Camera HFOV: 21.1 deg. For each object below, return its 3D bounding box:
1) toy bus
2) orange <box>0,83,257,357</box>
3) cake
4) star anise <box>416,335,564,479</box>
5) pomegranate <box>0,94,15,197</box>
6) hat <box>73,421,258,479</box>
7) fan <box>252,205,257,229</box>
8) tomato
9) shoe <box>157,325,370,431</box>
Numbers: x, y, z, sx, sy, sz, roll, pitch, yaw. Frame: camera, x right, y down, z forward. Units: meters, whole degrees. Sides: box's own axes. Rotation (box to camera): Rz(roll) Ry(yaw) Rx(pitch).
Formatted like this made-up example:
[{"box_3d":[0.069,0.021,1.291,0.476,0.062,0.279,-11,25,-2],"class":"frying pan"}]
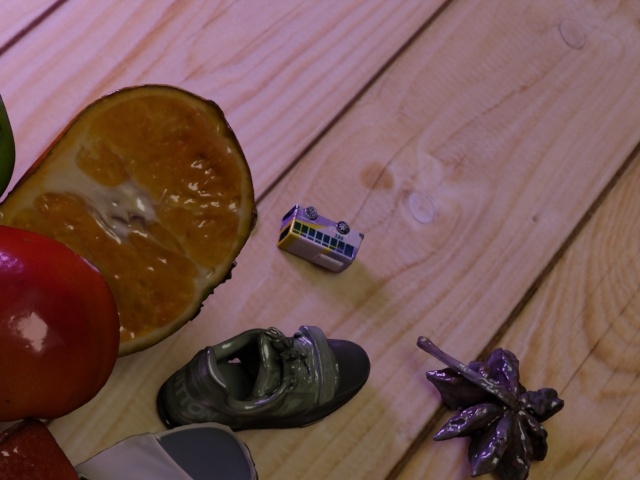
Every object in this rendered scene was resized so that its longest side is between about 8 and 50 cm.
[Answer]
[{"box_3d":[0.000,0.000,2.221,0.102,0.052,0.058,25,59,-16],"class":"toy bus"},{"box_3d":[-0.230,-0.018,1.967,0.274,0.274,0.310,33,67,-12],"class":"orange"},{"box_3d":[-0.281,0.307,1.847,0.262,0.158,0.159,27,57,-19],"class":"cake"},{"box_3d":[0.220,0.213,2.221,0.231,0.089,0.209,27,48,-30],"class":"star anise"},{"box_3d":[-0.474,-0.130,1.934,0.236,0.236,0.302,-5,36,-32],"class":"pomegranate"},{"box_3d":[-0.159,0.320,1.919,0.275,0.161,0.232,35,25,16],"class":"hat"},{"box_3d":[-0.186,-0.027,2.154,0.152,0.008,0.227,50,52,-1],"class":"fan"},{"box_3d":[-0.333,0.081,1.815,0.260,0.180,0.260,21,13,-5],"class":"tomato"},{"box_3d":[-0.041,0.158,2.061,0.293,0.149,0.109,-10,71,-32],"class":"shoe"}]
